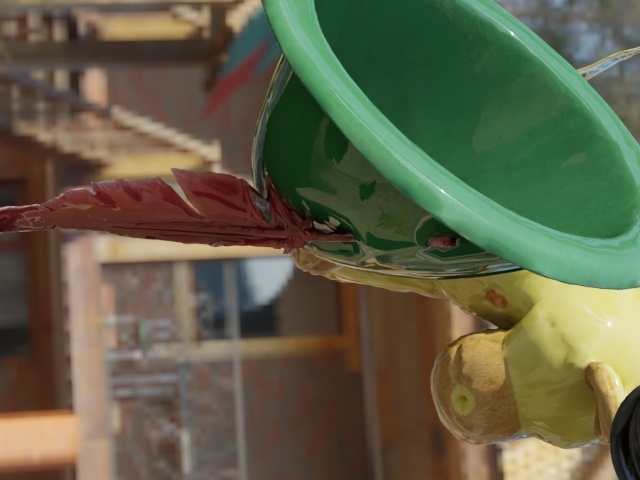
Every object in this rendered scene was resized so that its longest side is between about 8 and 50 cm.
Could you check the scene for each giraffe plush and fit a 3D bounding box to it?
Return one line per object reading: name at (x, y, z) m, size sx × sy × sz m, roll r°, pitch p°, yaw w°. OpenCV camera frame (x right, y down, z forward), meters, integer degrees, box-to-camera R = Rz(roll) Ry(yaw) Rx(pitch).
giraffe plush at (0.098, 0.023, 0.946) m, size 0.210 × 0.181 × 0.170 m, roll -24°, pitch -98°, yaw 40°

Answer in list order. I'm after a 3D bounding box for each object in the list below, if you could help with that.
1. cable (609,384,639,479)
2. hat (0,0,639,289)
cable at (0.201, 0.094, 0.798) m, size 0.150 × 0.047 × 0.184 m, roll 44°, pitch -36°, yaw 1°
hat at (0.000, 0.000, 0.765) m, size 0.208 × 0.173 × 0.183 m, roll 47°, pitch -60°, yaw 16°
